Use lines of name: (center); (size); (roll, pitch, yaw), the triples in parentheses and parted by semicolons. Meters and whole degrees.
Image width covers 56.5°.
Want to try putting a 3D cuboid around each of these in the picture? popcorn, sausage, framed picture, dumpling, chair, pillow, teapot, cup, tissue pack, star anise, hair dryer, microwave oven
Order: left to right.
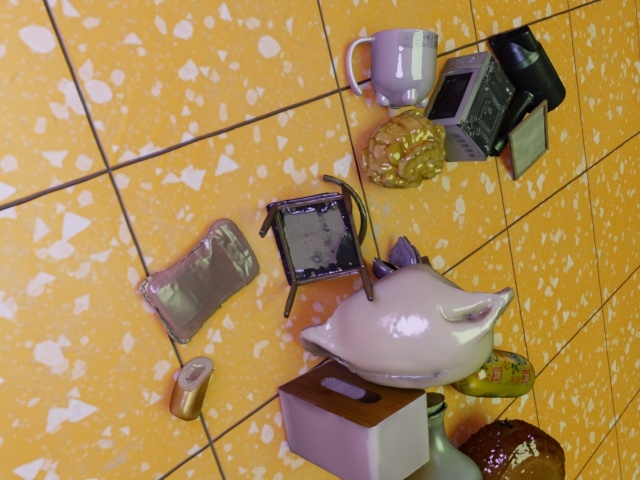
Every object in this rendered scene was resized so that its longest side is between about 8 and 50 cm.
pillow: (-0.191, 0.064, 0.994); (0.211, 0.034, 0.135); (-44, 117, -32)
chair: (0.000, 0.000, 1.085); (0.272, 0.166, 0.188); (-76, 153, -70)
tissue pack: (0.061, 0.336, 1.102); (0.159, 0.246, 0.135); (-18, 107, -40)
cup: (0.153, -0.341, 1.195); (0.174, 0.134, 0.141); (-5, 99, -43)
star anise: (0.168, 0.104, 1.287); (0.236, 0.093, 0.229); (-51, 130, -21)
popcorn: (0.183, -0.185, 1.227); (0.194, 0.140, 0.163); (-2, 113, -39)
dumpling: (0.169, 0.182, 1.121); (0.315, 0.395, 0.233); (57, 20, -59)
teapot: (0.262, 0.482, 1.358); (0.184, 0.183, 0.250); (-15, 93, -40)
microwave oven: (0.343, -0.305, 1.376); (0.162, 0.122, 0.208); (38, 69, -37)
sausage: (0.440, 0.340, 1.525); (0.347, 0.123, 0.123); (15, 84, -43)
hair dryer: (0.485, -0.367, 1.521); (0.244, 0.116, 0.302); (40, 75, -34)
framed picture: (0.549, -0.258, 1.565); (0.136, 0.010, 0.201); (-43, 145, -7)

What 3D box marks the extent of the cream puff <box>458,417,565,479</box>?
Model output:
cream puff: (0.460, 0.589, 1.510); (0.303, 0.212, 0.303); (-6, 105, -24)

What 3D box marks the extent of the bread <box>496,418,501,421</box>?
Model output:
bread: (0.491, 0.540, 1.649); (0.083, 0.036, 0.047); (-50, 119, -29)

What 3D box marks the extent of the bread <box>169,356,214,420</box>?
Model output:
bread: (-0.214, 0.240, 0.975); (0.062, 0.049, 0.103); (39, 64, -68)
